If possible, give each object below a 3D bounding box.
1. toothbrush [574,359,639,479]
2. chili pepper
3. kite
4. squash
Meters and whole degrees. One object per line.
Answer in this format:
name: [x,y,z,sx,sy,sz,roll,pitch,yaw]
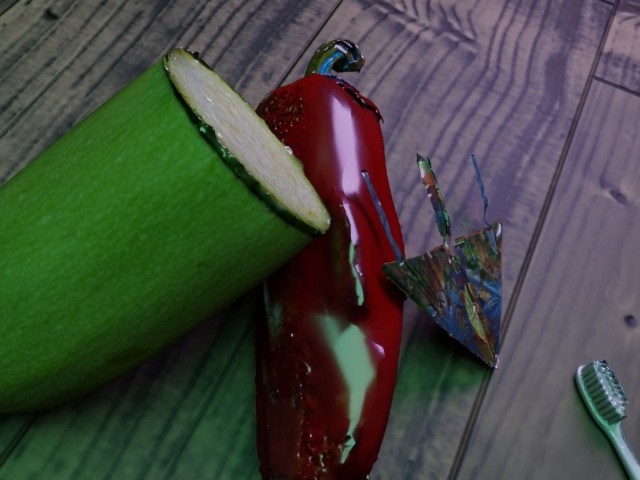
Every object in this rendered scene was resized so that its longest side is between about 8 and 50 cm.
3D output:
toothbrush: [0.224,0.203,0.395,0.021,0.024,0.288,-10,60,-15]
chili pepper: [0.000,0.000,0.453,0.110,0.110,0.387,1,61,-7]
kite: [0.093,0.015,0.467,0.183,0.010,0.160,-15,85,-51]
squash: [-0.129,0.016,0.381,0.247,0.132,0.132,-36,64,12]
